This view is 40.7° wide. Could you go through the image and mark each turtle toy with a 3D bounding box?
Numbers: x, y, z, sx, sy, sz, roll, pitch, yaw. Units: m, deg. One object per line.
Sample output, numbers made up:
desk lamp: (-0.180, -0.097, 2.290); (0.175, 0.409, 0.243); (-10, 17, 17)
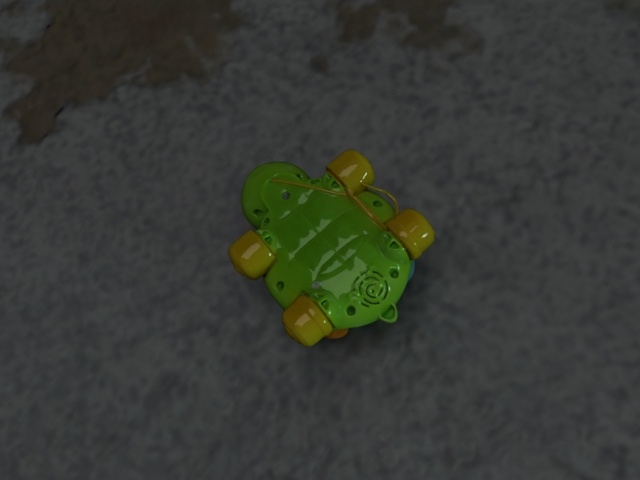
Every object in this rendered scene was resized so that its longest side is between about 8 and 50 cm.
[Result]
turtle toy: (0.000, 0.000, 0.483); (0.095, 0.066, 0.130); (-39, 66, -6)
